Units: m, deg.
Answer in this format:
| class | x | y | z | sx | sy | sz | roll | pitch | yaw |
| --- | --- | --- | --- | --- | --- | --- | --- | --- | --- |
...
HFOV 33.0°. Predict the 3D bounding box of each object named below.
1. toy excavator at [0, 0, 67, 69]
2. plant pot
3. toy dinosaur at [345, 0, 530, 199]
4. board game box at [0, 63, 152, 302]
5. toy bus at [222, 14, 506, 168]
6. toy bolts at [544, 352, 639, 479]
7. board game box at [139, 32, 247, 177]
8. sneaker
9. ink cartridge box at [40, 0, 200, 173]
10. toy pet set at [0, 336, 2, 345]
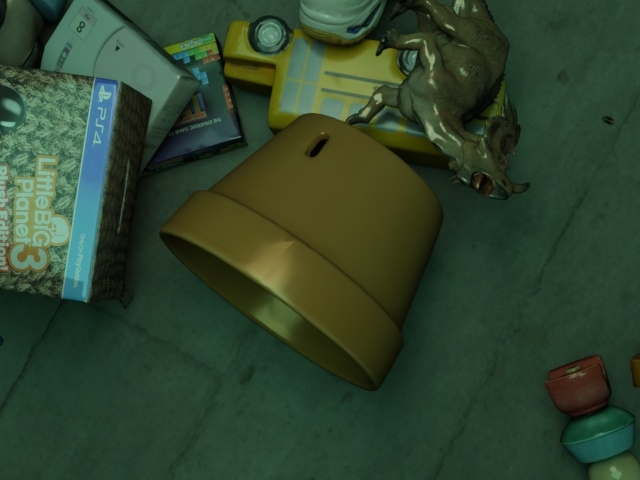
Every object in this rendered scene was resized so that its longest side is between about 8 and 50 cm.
| class | x | y | z | sx | sy | sz | roll | pitch | yaw |
| --- | --- | --- | --- | --- | --- | --- | --- | --- | --- |
| toy excavator | -0.471 | -0.458 | 1.330 | 0.432 | 0.222 | 0.445 | 23 | 80 | 7 |
| plant pot | 0.000 | 0.000 | 1.180 | 0.290 | 0.291 | 0.203 | 35 | 79 | 10 |
| toy dinosaur | 0.154 | -0.175 | 1.163 | 0.200 | 0.127 | 0.296 | 22 | 70 | -2 |
| board game box | -0.353 | -0.068 | 1.165 | 0.290 | 0.141 | 0.232 | 8 | 90 | 5 |
| toy bus | 0.049 | -0.173 | 1.283 | 0.332 | 0.108 | 0.130 | 10 | 85 | 7 |
| toy bolts | 0.365 | 0.193 | 1.162 | 0.228 | 0.218 | 0.159 | -23 | 86 | 21 |
| board game box | -0.191 | -0.164 | 1.336 | 0.170 | 0.048 | 0.141 | -17 | 79 | 4 |
| sneaker | 0.065 | -0.358 | 1.246 | 0.111 | 0.131 | 0.296 | 16 | 52 | 12 |
| ink cartridge box | -0.274 | -0.152 | 1.292 | 0.189 | 0.066 | 0.232 | 42 | 101 | 21 |
| toy pet set | -0.472 | 0.095 | 1.319 | 0.122 | 0.065 | 0.114 | -21 | 80 | 2 |
